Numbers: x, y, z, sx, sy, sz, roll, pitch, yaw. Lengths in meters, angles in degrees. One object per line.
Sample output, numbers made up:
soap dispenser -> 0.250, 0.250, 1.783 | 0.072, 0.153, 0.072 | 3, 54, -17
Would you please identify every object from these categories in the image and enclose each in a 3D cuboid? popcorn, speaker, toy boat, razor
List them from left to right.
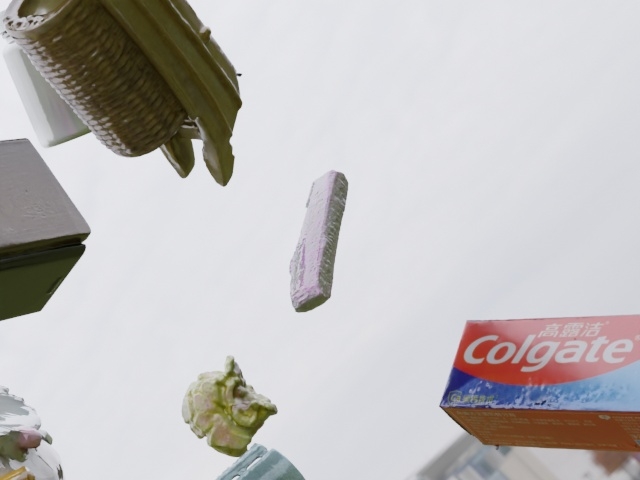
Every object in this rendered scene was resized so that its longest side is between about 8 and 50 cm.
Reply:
speaker -> -0.416, -0.006, 1.400 | 0.153, 0.192, 0.231 | -48, -18, 31
toy boat -> -0.156, -0.148, 0.888 | 0.115, 0.089, 0.310 | -60, -41, -21
razor -> -0.102, 0.227, 0.858 | 0.106, 0.068, 0.232 | -34, -6, -41
popcorn -> -0.107, 0.193, 1.404 | 0.097, 0.109, 0.089 | 21, -39, -26

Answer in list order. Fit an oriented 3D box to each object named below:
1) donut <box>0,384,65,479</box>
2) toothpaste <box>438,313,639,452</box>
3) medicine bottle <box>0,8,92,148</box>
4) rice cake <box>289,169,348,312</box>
donut -> -0.319, 0.123, 0.600 | 0.382, 0.383, 0.142 | 20, -100, -71
toothpaste -> 0.229, 0.093, 0.796 | 0.066, 0.320, 0.076 | 43, -125, -37
medicine bottle -> -0.357, -0.224, 1.624 | 0.103, 0.186, 0.103 | -21, 9, 4
rice cake -> 0.000, 0.000, 1.337 | 0.047, 0.036, 0.206 | -37, 27, 37
